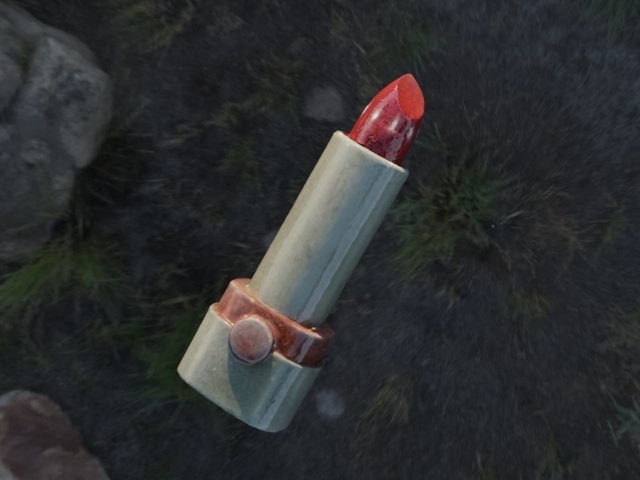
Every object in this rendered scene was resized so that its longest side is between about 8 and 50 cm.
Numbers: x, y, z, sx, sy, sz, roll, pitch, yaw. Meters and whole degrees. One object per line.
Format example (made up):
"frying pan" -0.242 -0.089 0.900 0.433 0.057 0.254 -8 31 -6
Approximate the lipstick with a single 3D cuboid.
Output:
"lipstick" -0.001 0.000 0.557 0.063 0.057 0.186 31 99 13
